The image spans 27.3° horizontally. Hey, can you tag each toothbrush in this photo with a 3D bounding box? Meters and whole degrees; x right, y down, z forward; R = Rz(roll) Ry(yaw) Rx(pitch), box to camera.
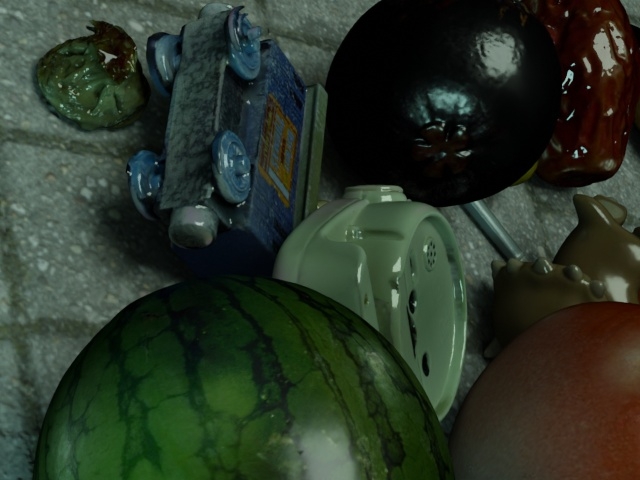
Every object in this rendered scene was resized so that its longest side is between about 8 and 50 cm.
[{"bbox_3d":[0.232,0.007,1.664,0.342,0.025,0.030,53,46,-3],"label":"toothbrush"}]

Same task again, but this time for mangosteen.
[{"bbox_3d":[0.142,-0.186,1.532,0.275,0.275,0.302,38,31,-18],"label":"mangosteen"}]

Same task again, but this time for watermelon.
[{"bbox_3d":[-0.059,0.202,1.033,0.363,0.363,0.363,23,50,-31],"label":"watermelon"}]

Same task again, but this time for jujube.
[{"bbox_3d":[0.345,-0.220,1.806,0.197,0.197,0.290,9,73,-40],"label":"jujube"}]

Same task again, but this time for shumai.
[{"bbox_3d":[-0.213,-0.173,1.318,0.124,0.087,0.099,-11,71,-48],"label":"shumai"}]

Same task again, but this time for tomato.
[{"bbox_3d":[0.280,0.229,1.352,0.321,0.321,0.321,23,50,-31],"label":"tomato"}]

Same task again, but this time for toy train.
[{"bbox_3d":[-0.091,-0.090,1.322,0.202,0.131,0.299,52,34,-45],"label":"toy train"}]

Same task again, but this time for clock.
[{"bbox_3d":[0.064,0.076,1.311,0.324,0.109,0.265,-49,132,-57],"label":"clock"}]

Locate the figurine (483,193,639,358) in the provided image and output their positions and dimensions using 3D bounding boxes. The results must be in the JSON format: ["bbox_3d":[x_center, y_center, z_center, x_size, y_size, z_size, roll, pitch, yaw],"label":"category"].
[{"bbox_3d":[0.291,0.052,1.564,0.173,0.177,0.247,24,94,-30],"label":"figurine"}]

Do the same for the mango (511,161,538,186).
[{"bbox_3d":[0.204,-0.174,1.699,0.237,0.091,0.137,61,17,16],"label":"mango"}]

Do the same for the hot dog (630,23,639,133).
[{"bbox_3d":[0.553,-0.176,2.031,0.194,0.107,0.326,-10,61,-56],"label":"hot dog"}]

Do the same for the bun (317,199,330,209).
[{"bbox_3d":[0.000,0.000,1.430,0.086,0.055,0.086,11,68,-28],"label":"bun"}]

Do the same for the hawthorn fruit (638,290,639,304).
[{"bbox_3d":[0.415,0.105,1.670,0.157,0.157,0.194,47,36,-9],"label":"hawthorn fruit"}]
